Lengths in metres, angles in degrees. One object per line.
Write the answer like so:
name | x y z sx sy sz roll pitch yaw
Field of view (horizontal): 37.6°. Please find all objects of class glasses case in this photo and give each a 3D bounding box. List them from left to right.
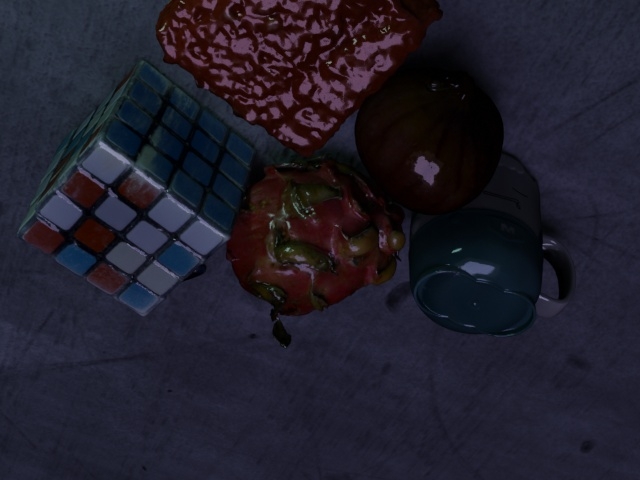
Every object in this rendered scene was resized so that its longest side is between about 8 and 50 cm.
glasses case | -0.259 0.061 1.778 0.083 0.023 0.033 -20 126 21

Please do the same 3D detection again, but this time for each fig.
fig | 0.171 -0.155 1.413 0.214 0.235 0.235 -29 120 28

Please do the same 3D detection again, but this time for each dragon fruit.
dragon fruit | 0.000 0.000 1.555 0.291 0.269 0.250 -3 138 14

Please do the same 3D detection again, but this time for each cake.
cake | -0.026 -0.330 1.244 0.269 0.319 0.270 37 119 -19

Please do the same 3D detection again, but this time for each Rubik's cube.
Rubik's cube | -0.289 -0.082 1.514 0.256 0.259 0.253 38 125 -22

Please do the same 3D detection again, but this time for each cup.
cup | 0.283 0.023 1.539 0.289 0.258 0.219 21 134 -10
